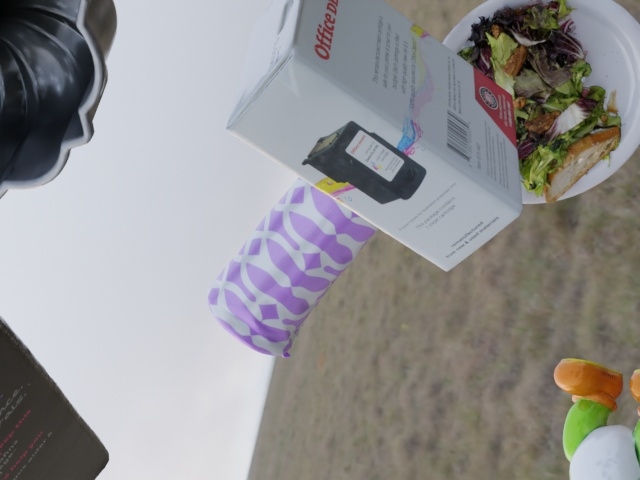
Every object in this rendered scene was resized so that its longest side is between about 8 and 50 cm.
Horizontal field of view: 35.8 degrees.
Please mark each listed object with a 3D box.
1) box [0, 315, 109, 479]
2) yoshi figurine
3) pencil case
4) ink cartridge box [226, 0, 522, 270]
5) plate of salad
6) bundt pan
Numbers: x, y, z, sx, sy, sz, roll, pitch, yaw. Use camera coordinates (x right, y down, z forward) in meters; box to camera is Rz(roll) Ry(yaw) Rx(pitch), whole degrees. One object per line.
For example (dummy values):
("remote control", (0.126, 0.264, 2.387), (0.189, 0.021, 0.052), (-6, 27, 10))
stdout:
("box", (-0.211, 0.089, 0.420), (0.165, 0.143, 0.270), (-51, -11, -20))
("yoshi figurine", (0.328, 0.328, 1.210), (0.203, 0.202, 0.362), (110, 174, -79))
("pencil case", (0.000, 0.000, 0.761), (0.206, 0.088, 0.086), (-50, 22, 15))
("ink cartridge box", (0.038, -0.082, 0.626), (0.072, 0.175, 0.127), (-43, 25, 36))
("plate of salad", (0.187, -0.115, 0.838), (0.048, 0.199, 0.200), (-86, 8, -60))
("bundt pan", (-0.313, -0.198, 0.809), (0.124, 0.330, 0.331), (-73, -2, -50))
